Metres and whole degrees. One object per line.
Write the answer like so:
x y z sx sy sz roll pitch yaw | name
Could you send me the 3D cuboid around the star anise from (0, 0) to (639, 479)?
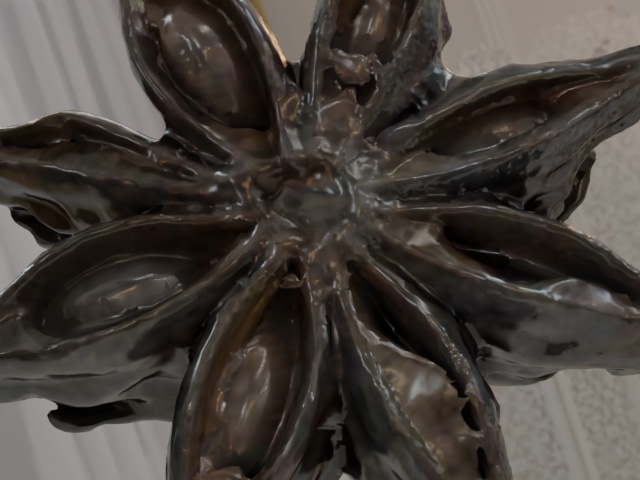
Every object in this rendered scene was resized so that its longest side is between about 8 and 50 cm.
-0.001 -0.001 0.463 0.223 0.236 0.109 -48 -13 -9 | star anise
